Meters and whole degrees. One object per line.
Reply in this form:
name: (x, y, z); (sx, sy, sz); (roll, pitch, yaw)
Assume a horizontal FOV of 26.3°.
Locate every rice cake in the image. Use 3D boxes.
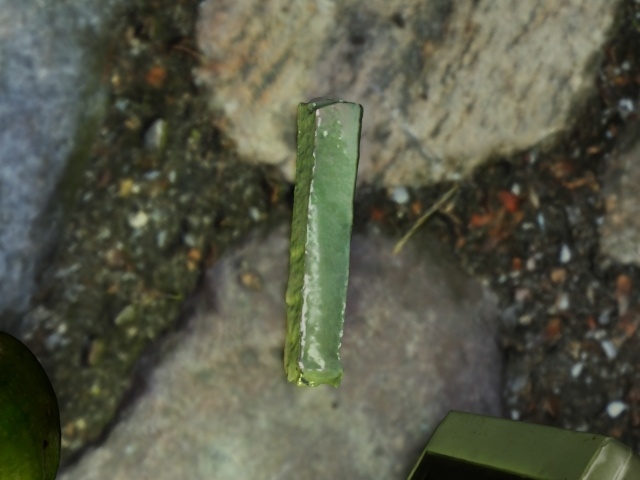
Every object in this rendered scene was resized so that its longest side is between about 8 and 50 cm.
rice cake: (0.000, 0.000, 0.982); (0.043, 0.034, 0.211); (8, 81, -23)

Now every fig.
fig: (-0.215, 0.145, 0.877); (0.117, 0.117, 0.177); (-21, 100, -16)

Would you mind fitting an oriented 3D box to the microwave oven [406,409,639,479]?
microwave oven: (0.137, 0.351, 0.871); (0.333, 0.247, 0.394); (34, 77, -11)
